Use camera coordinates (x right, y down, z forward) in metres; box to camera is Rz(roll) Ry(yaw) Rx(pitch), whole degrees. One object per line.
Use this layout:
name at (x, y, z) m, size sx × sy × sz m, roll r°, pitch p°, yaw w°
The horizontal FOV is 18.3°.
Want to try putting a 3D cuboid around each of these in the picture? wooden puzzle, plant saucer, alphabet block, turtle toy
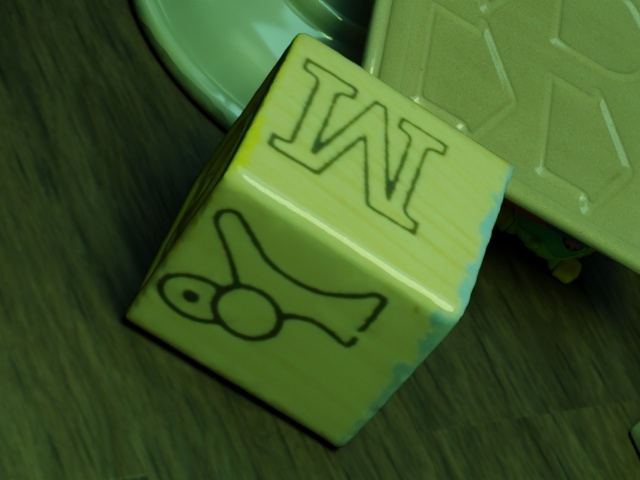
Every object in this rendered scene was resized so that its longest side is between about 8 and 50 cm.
wooden puzzle at (0.169, -0.150, 1.700) m, size 0.348 × 0.080 × 0.322 m, roll 31°, pitch 49°, yaw -25°
plant saucer at (0.027, -0.219, 1.775) m, size 0.400 × 0.100 × 0.400 m, roll 20°, pitch 44°, yaw -20°
alphabet block at (0.000, 0.000, 1.495) m, size 0.197 × 0.192 × 0.193 m, roll 33°, pitch 40°, yaw -8°
turtle toy at (0.216, -0.029, 1.761) m, size 0.095 × 0.066 × 0.130 m, roll 40°, pitch 42°, yaw 2°

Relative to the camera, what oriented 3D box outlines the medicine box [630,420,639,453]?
medicine box at (0.456, 0.134, 1.635) m, size 0.289 × 0.263 × 0.149 m, roll -3°, pitch 56°, yaw -36°
